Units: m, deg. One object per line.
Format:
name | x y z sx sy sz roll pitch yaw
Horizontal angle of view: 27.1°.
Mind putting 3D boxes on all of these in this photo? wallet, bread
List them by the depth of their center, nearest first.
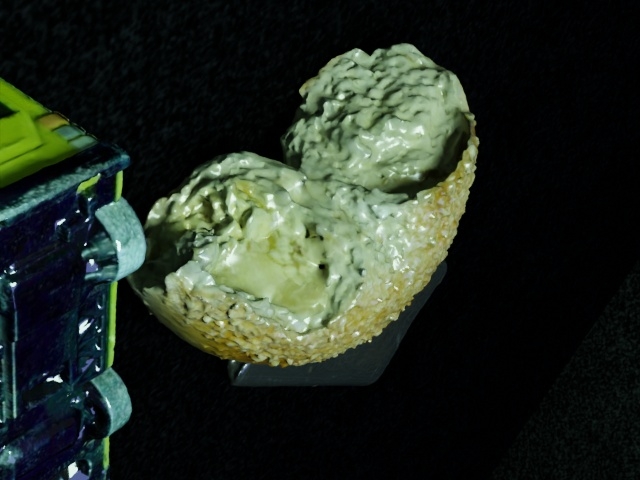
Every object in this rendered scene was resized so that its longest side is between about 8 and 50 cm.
bread | -0.003 0.005 1.031 0.314 0.171 0.192 -37 148 -33
wallet | 0.019 0.070 1.330 0.170 0.044 0.321 -59 154 9

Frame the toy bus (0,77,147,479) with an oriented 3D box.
toy bus | -0.195 0.052 0.748 0.128 0.150 0.262 -31 143 -41
